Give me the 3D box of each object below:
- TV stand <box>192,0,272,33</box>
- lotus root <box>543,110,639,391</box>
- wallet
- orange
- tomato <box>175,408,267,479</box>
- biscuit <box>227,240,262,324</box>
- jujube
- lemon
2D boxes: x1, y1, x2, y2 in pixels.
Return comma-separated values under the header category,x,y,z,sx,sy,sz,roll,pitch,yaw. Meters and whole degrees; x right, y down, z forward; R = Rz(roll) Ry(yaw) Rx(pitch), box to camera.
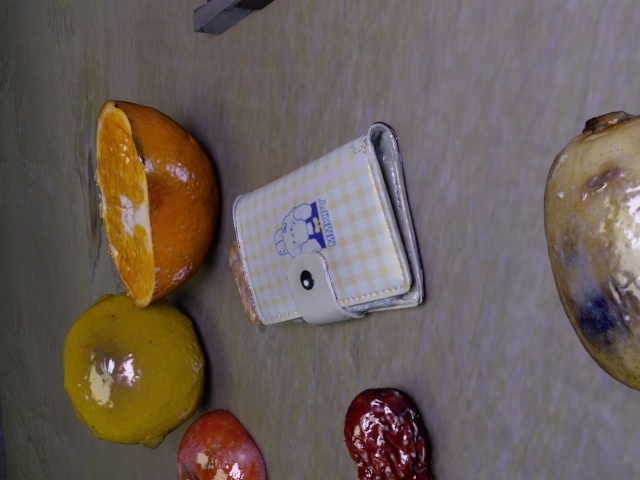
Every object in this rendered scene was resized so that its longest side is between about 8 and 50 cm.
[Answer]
category,x,y,z,sx,sy,sz,roll,pitch,yaw
TV stand,-0.105,-0.354,0.946,0.256,0.049,0.040,-9,90,53
lotus root,0.253,0.037,0.491,0.154,0.154,0.278,-20,84,52
wallet,0.000,0.000,0.880,0.309,0.077,0.223,-18,80,51
orange,-0.293,-0.071,1.096,0.274,0.274,0.310,5,137,52
tomato,-0.192,0.430,1.199,0.237,0.095,0.237,16,111,49
biscuit,-0.119,0.068,1.085,0.071,0.018,0.147,-38,67,50
jujube,0.081,0.259,0.806,0.104,0.104,0.166,-5,96,53
lemon,-0.341,0.231,1.220,0.284,0.260,0.260,43,129,33
